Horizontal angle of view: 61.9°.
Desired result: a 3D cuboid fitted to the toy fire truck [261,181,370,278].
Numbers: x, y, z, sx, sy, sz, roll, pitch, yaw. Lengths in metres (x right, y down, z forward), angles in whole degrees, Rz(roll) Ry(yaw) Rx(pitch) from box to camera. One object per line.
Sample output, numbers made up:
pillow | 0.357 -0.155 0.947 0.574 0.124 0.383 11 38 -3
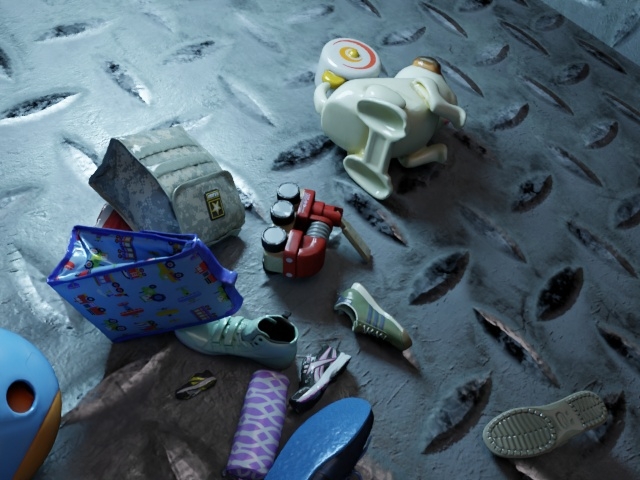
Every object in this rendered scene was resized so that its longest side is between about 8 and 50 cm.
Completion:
toy fire truck | 0.000 0.000 1.266 0.247 0.158 0.216 11 51 5

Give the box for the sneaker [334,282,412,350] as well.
sneaker | 0.110 0.188 1.200 0.086 0.064 0.192 -34 69 -25

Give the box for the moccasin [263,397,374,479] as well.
moccasin | -0.019 0.424 0.942 0.342 0.138 0.116 -38 116 -35

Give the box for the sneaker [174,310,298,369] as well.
sneaker | -0.164 0.174 1.071 0.256 0.151 0.094 15 54 -4

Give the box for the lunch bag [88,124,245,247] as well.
lunch bag | -0.316 -0.102 1.189 0.287 0.169 0.235 46 30 5

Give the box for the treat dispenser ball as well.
treat dispenser ball | -0.548 0.269 0.803 0.289 0.288 0.288 8 53 -11

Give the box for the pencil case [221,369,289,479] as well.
pencil case | -0.113 0.347 0.999 0.087 0.088 0.206 15 53 0

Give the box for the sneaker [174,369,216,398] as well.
sneaker | -0.247 0.282 1.048 0.083 0.031 0.035 -16 47 -30

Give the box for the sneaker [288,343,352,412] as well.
sneaker | -0.015 0.277 1.094 0.077 0.071 0.178 33 35 19

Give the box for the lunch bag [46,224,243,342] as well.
lunch bag | -0.296 0.080 0.991 0.294 0.220 0.138 -3 52 14

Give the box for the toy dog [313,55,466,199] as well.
toy dog | 0.219 -0.356 1.527 0.396 0.284 0.408 33 49 31

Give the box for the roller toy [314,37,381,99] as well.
roller toy | 0.084 -0.527 1.658 0.210 0.146 0.191 -7 57 -20

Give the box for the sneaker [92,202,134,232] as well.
sneaker | -0.432 0.011 1.155 0.128 0.087 0.221 11 54 -7

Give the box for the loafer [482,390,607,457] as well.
loafer | 0.471 0.399 1.131 0.269 0.092 0.101 -13 57 -6
